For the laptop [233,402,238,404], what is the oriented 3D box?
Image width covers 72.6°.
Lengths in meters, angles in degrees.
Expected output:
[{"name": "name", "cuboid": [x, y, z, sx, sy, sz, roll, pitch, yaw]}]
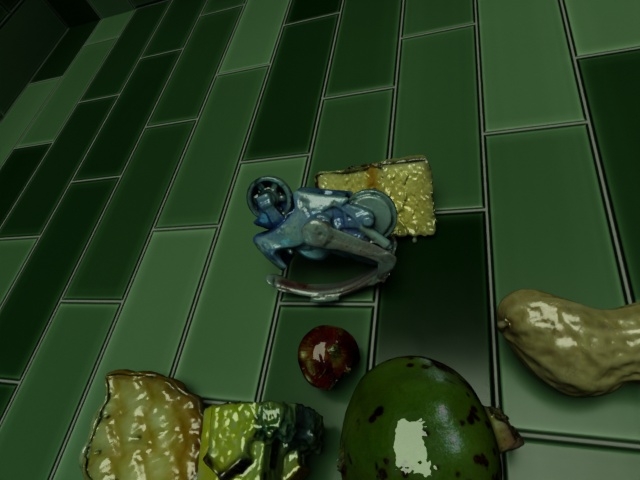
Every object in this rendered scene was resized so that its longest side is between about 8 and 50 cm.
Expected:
[{"name": "laptop", "cuboid": [-0.129, 0.414, 0.793, 0.154, 0.026, 0.207, 2, 60, 20]}]

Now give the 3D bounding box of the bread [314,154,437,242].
[{"name": "bread", "cuboid": [0.123, -0.097, 0.986, 0.266, 0.178, 0.142, -5, 25, 15]}]

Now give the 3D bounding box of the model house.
[{"name": "model house", "cuboid": [-0.091, 0.371, 0.672, 0.170, 0.194, 0.211, -5, 57, 12]}]

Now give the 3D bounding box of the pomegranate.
[{"name": "pomegranate", "cuboid": [0.154, 0.295, 0.634, 0.270, 0.254, 0.254, -17, 53, -1]}]

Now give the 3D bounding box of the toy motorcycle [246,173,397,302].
[{"name": "toy motorcycle", "cuboid": [-0.004, 0.003, 0.880, 0.319, 0.182, 0.241, 8, 82, 9]}]

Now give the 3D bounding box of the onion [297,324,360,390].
[{"name": "onion", "cuboid": [0.012, 0.213, 0.814, 0.117, 0.119, 0.118, -33, 49, -30]}]

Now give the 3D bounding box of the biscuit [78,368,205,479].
[{"name": "biscuit", "cuboid": [-0.369, 0.428, 0.849, 0.329, 0.078, 0.335, 20, 67, 28]}]

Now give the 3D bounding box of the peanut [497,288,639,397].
[{"name": "peanut", "cuboid": [0.425, 0.163, 0.673, 0.291, 0.143, 0.159, 5, 94, 18]}]
